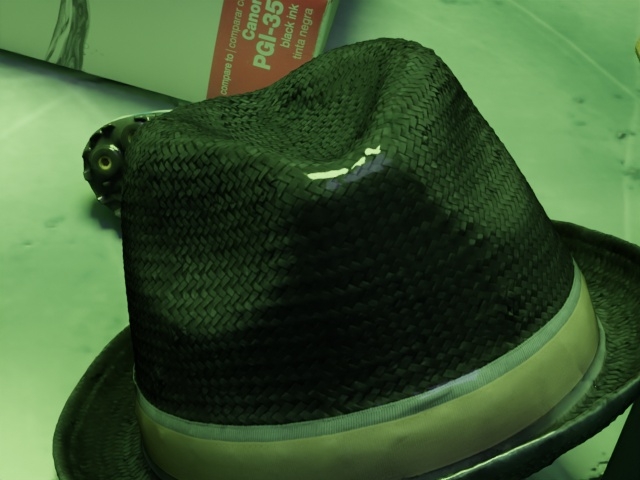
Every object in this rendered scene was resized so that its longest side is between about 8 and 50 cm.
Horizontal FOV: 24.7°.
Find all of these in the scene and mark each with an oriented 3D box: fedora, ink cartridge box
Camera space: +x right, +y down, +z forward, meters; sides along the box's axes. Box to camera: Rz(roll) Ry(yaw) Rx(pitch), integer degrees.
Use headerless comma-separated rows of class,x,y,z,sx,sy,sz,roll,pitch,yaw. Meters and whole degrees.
fedora,0.000,0.000,0.679,0.334,0.152,0.334,-16,17,5
ink cartridge box,-0.120,-0.210,0.982,0.283,0.117,0.207,16,44,0

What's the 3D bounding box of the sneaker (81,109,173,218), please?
sneaker,-0.024,-0.042,0.883,0.237,0.085,0.086,1,12,-7

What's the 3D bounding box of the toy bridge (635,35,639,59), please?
toy bridge,0.278,-0.089,1.043,0.063,0.026,0.188,6,45,-14

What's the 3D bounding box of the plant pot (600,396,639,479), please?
plant pot,0.252,0.126,0.682,0.248,0.247,0.252,11,30,-5
